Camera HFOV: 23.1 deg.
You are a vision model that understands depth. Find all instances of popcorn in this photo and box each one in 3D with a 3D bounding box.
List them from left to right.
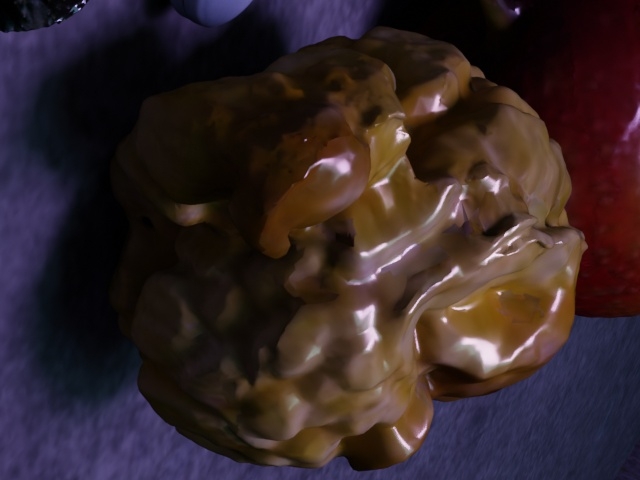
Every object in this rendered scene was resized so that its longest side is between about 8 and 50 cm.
[{"bbox_3d":[0.000,0.000,0.860,0.265,0.225,0.332,-45,154,8],"label":"popcorn"}]

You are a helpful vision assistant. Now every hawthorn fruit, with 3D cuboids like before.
[{"bbox_3d":[0.174,-0.106,1.115,0.369,0.285,0.284,34,82,-49],"label":"hawthorn fruit"}]

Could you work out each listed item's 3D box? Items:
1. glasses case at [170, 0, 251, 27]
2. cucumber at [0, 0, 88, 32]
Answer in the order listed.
[{"bbox_3d":[-0.045,-0.186,0.763,0.067,0.045,0.178,-45,152,-42],"label":"glasses case"},{"bbox_3d":[-0.125,-0.173,0.583,0.058,0.052,0.214,-24,142,-17],"label":"cucumber"}]
